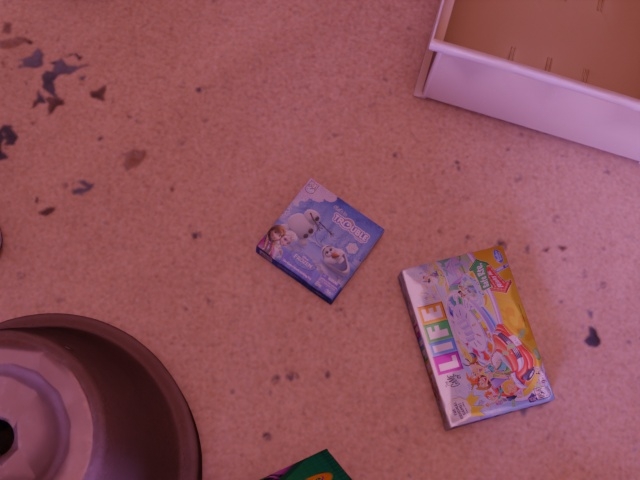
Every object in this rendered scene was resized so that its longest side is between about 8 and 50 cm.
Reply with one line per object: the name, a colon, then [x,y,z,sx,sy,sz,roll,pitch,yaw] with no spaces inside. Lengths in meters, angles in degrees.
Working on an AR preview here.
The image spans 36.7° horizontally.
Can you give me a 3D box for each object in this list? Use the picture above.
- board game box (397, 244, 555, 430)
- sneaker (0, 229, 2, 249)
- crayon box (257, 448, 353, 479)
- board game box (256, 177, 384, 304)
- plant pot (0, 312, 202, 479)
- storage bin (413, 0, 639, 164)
board game box: [0.144,0.090,0.906,0.103,0.026,0.154,-14,73,-9]
sneaker: [-0.432,-0.004,0.823,0.282,0.153,0.099,-12,72,-8]
crayon box: [-0.013,0.322,0.725,0.165,0.081,0.278,-22,103,-12]
board game box: [0.000,0.000,0.928,0.090,0.020,0.090,35,71,7]
plant pot: [-0.227,0.169,0.744,0.263,0.229,0.263,1,73,-4]
storage bin: [0.257,-0.240,0.976,0.262,0.123,0.260,17,71,1]
